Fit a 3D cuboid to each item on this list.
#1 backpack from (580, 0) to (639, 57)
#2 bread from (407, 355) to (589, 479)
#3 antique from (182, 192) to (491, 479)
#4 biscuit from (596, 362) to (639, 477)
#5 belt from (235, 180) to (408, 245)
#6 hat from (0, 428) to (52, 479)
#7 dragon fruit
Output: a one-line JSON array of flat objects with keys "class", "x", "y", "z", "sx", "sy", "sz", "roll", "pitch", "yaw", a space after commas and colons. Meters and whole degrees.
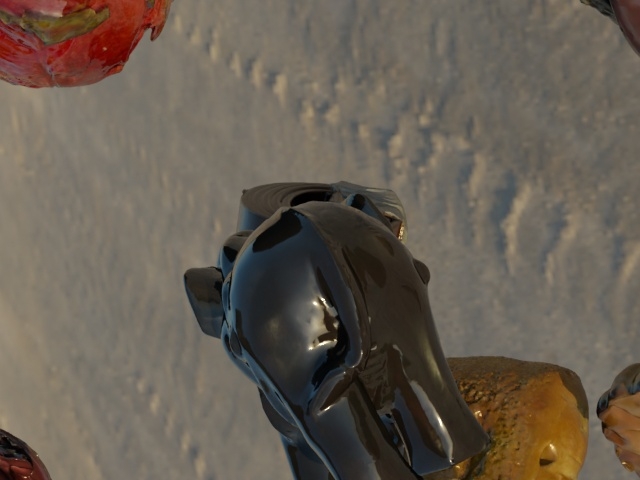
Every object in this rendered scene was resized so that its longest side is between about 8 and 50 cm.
[{"class": "backpack", "x": 0.263, "y": -0.199, "z": 0.892, "sx": 0.197, "sy": 0.283, "sz": 0.317, "roll": -40, "pitch": 23, "yaw": 29}, {"class": "bread", "x": 0.168, "y": 0.282, "z": 1.832, "sx": 0.337, "sy": 0.328, "sz": 0.148, "roll": 1, "pitch": 144, "yaw": 35}, {"class": "antique", "x": 0.012, "y": 0.085, "z": 1.184, "sx": 0.255, "sy": 0.185, "sz": 0.322, "roll": 63, "pitch": 169, "yaw": 4}, {"class": "biscuit", "x": 0.491, "y": 0.229, "z": 1.689, "sx": 0.107, "sy": 0.325, "sz": 0.326, "roll": -65, "pitch": 8, "yaw": -27}, {"class": "belt", "x": 0.000, "y": 0.000, "z": 1.836, "sx": 0.339, "sy": 0.217, "sz": 0.122, "roll": -56, "pitch": -26, "yaw": -77}, {"class": "hat", "x": -0.329, "y": 0.247, "z": 1.241, "sx": 0.089, "sy": 0.205, "sz": 0.205, "roll": 109, "pitch": 144, "yaw": -63}, {"class": "dragon fruit", "x": -0.257, "y": -0.290, "z": 1.310, "sx": 0.277, "sy": 0.277, "sz": 0.343, "roll": -138, "pitch": 47, "yaw": -56}]
